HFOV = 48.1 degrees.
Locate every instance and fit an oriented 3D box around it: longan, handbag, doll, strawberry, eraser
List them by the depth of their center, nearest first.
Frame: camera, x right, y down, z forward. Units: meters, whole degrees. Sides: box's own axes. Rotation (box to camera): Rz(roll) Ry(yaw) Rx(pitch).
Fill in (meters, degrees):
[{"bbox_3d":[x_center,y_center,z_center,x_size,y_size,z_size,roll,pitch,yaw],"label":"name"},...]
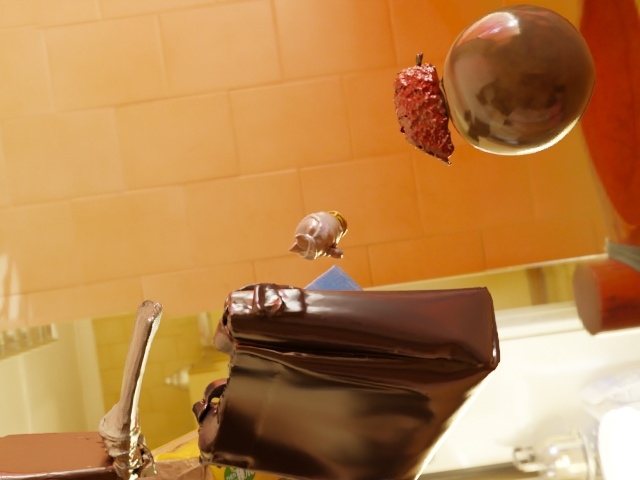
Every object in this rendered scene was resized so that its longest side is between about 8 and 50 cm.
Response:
[{"bbox_3d":[0.013,0.142,0.692,0.285,0.257,0.113,109,161,-47],"label":"handbag"},{"bbox_3d":[0.258,-0.209,0.951,0.220,0.197,0.196,95,168,-71],"label":"longan"},{"bbox_3d":[0.000,0.000,1.110,0.084,0.073,0.127,47,-145,7],"label":"doll"},{"bbox_3d":[0.170,-0.220,1.228,0.140,0.085,0.192,-97,-5,-78],"label":"strawberry"},{"bbox_3d":[-0.003,0.159,1.404,0.042,0.144,0.312,-53,-11,35],"label":"eraser"}]

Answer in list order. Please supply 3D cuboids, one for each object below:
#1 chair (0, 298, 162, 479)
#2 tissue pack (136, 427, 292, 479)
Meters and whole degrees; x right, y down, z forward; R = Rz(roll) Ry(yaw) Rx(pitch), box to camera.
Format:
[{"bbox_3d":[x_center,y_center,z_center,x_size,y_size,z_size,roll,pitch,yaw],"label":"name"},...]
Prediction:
[{"bbox_3d":[-0.273,0.229,0.800,0.160,0.186,0.318,-172,83,-77],"label":"chair"},{"bbox_3d":[-0.161,0.498,1.403,0.382,0.229,0.293,-9,-92,-61],"label":"tissue pack"}]
